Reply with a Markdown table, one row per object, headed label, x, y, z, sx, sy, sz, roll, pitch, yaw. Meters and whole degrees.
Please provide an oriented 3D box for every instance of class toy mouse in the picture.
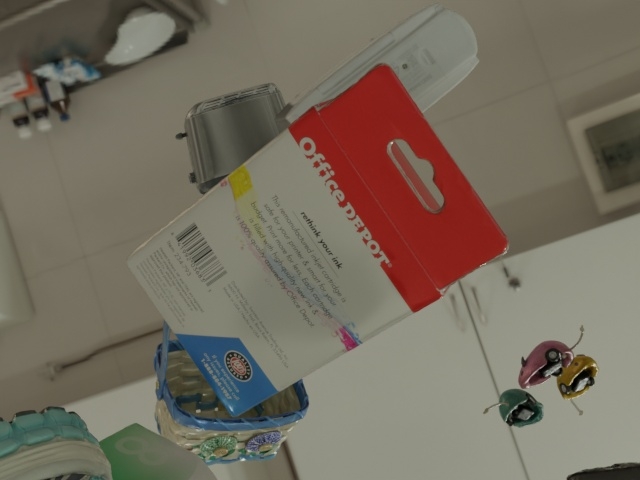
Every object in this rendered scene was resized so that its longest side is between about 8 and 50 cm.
| label | x | y | z | sx | sy | sz | roll | pitch | yaw |
| --- | --- | --- | --- | --- | --- | --- | --- | --- | --- |
| toy mouse | 0.222 | 0.147 | 0.864 | 0.143 | 0.031 | 0.161 | -16 | 136 | -17 |

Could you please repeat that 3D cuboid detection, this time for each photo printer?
| label | x | y | z | sx | sy | sz | roll | pitch | yaw |
| --- | --- | --- | --- | --- | --- | --- | --- | --- | --- |
| photo printer | 0.059 | -0.197 | 1.126 | 0.256 | 0.107 | 0.307 | -37 | -170 | -1 |

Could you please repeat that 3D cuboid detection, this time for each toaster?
| label | x | y | z | sx | sy | sz | roll | pitch | yaw |
| --- | --- | --- | --- | --- | --- | --- | --- | --- | --- |
| toaster | -0.128 | -0.176 | 1.422 | 0.226 | 0.147 | 0.129 | -18 | -177 | -10 |

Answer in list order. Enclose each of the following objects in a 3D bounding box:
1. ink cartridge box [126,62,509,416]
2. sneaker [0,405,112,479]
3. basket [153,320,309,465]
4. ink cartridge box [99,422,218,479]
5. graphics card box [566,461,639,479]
| label | x | y | z | sx | sy | sz | roll | pitch | yaw |
| --- | --- | --- | --- | --- | --- | --- | --- | --- | --- |
| ink cartridge box | 0.000 | 0.000 | 0.538 | 0.231 | 0.134 | 0.078 | -34 | -179 | 29 |
| sneaker | -0.201 | 0.202 | 0.362 | 0.283 | 0.122 | 0.110 | -40 | 150 | -9 |
| basket | -0.129 | 0.207 | 1.280 | 0.254 | 0.289 | 0.201 | -1 | -150 | -26 |
| ink cartridge box | -0.142 | 0.257 | 0.752 | 0.224 | 0.056 | 0.181 | 18 | -165 | 22 |
| graphics card box | 0.278 | 0.291 | 0.419 | 0.232 | 0.371 | 0.094 | -19 | 159 | 33 |
